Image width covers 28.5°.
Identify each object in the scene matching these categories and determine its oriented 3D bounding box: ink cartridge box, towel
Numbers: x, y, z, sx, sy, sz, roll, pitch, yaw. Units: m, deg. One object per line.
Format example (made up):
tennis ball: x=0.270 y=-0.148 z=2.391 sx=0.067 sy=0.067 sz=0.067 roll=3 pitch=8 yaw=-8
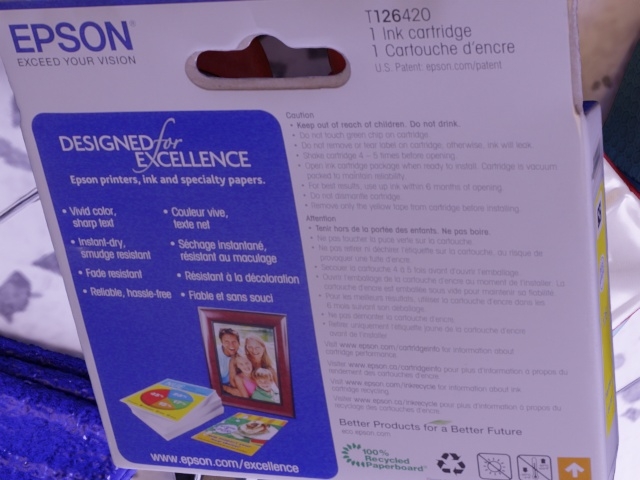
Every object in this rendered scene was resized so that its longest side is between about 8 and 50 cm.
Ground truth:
ink cartridge box: x=0.000 y=0.000 z=0.682 sx=0.304 sy=0.072 sz=0.307 roll=2 pitch=118 yaw=20
towel: x=-0.272 y=0.213 z=0.949 sx=0.228 sy=0.076 sz=0.308 roll=19 pitch=114 yaw=-30

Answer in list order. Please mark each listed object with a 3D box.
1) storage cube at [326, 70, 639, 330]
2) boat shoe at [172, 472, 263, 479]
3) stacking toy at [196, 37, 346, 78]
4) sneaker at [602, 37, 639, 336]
storage cube: x=0.098 y=-0.027 z=0.849 sx=0.215 sy=0.193 sz=0.184 roll=-41 pitch=126 yaw=11
boat shoe: x=-0.067 y=0.226 z=1.012 sx=0.113 sy=0.105 sz=0.306 roll=-4 pitch=124 yaw=-17
stacking toy: x=-0.069 y=-0.119 z=0.712 sx=0.309 sy=0.130 sz=0.279 roll=-31 pitch=125 yaw=26
sneaker: x=0.303 y=-0.025 z=0.966 sx=0.208 sy=0.127 sz=0.319 roll=12 pitch=118 yaw=-25
